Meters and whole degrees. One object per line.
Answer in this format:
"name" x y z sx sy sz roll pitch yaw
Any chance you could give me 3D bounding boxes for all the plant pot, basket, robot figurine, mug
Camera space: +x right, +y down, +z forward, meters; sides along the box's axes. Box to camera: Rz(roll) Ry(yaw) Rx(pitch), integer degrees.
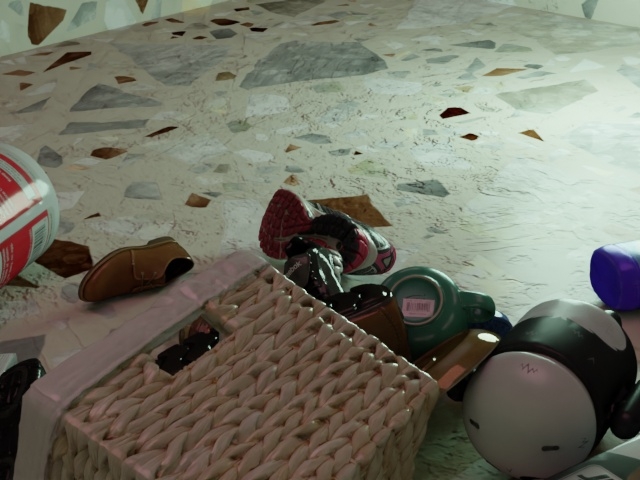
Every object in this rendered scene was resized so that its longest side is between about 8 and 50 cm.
"plant pot" 0.120 0.178 1.479 0.236 0.032 0.236 -37 -1 -1
"basket" -0.092 0.243 1.131 0.266 0.331 0.328 28 35 22
"robot figurine" 0.288 0.181 1.473 0.209 0.173 0.278 -38 -1 40
"mug" 0.144 0.092 1.618 0.158 0.097 0.129 -39 63 -10

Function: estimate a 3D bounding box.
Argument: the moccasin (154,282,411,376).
"moccasin" -0.070 0.174 1.523 0.380 0.147 0.139 -18 16 -11

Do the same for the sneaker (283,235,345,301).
"sneaker" -0.010 0.072 1.738 0.106 0.078 0.234 34 22 -29

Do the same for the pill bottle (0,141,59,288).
"pill bottle" -0.604 0.010 1.869 0.229 0.229 0.408 5 25 17

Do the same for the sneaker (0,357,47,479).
"sneaker" -0.340 0.277 1.399 0.109 0.130 0.286 -20 41 24

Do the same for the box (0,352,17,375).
"box" -0.500 0.218 1.534 0.203 0.103 0.114 -4 14 -2

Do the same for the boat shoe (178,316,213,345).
"boat shoe" -0.144 0.113 1.800 0.060 0.064 0.178 15 36 23

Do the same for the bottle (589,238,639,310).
"bottle" 0.565 0.039 1.840 0.283 0.092 0.118 -9 24 -13

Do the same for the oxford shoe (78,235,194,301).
"oxford shoe" -0.297 0.054 1.936 0.212 0.076 0.076 -26 46 -38

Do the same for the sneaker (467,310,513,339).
"sneaker" 0.158 0.122 1.718 0.232 0.081 0.090 -5 32 -2

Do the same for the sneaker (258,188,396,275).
"sneaker" 0.000 0.000 1.993 0.112 0.121 0.299 16 8 -40

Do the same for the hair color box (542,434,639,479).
"hair color box" 0.381 0.301 1.262 0.374 0.113 0.185 -16 28 -29
